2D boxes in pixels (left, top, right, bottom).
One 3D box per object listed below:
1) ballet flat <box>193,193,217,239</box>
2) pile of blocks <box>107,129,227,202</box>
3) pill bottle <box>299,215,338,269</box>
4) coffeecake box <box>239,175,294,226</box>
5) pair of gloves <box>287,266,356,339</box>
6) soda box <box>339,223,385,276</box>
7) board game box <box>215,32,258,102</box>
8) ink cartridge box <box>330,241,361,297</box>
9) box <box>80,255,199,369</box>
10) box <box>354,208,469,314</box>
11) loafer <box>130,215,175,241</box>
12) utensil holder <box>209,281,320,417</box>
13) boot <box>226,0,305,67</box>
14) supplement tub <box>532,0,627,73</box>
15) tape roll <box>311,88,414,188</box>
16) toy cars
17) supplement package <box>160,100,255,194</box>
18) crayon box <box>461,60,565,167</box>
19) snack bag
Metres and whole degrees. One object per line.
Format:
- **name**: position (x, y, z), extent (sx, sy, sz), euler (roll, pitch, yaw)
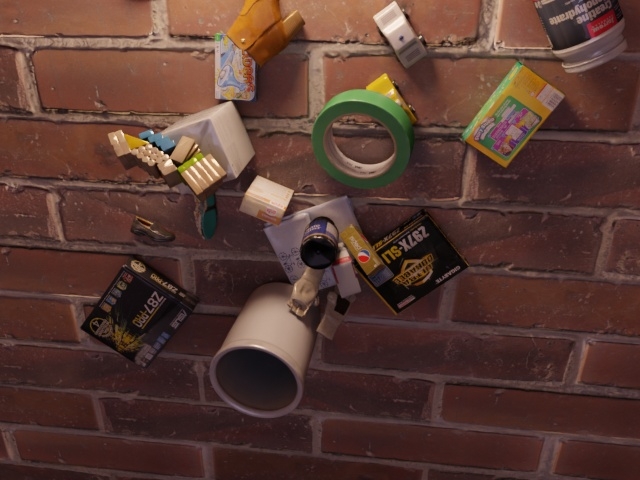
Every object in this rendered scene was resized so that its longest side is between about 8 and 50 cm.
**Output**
- **ballet flat**: position (-0.420, -0.123, 1.956), extent (0.077, 0.091, 0.241), euler (20, 116, 32)
- **pile of blocks**: position (-0.441, -0.229, 1.603), extent (0.362, 0.149, 0.113), euler (25, 160, 5)
- **pill bottle**: position (0.000, 0.000, 1.837), extent (0.122, 0.219, 0.123), euler (1, 113, 3)
- **coffeecake box**: position (-0.180, -0.137, 1.847), extent (0.142, 0.185, 0.068), euler (23, 116, -4)
- **pair of gloves**: position (0.005, 0.214, 1.959), extent (0.240, 0.204, 0.042), euler (42, 152, -17)
- **soda box**: position (0.143, 0.034, 1.878), extent (0.061, 0.058, 0.181), euler (-41, 66, 16)
- **board game box**: position (-0.268, -0.551, 1.742), extent (0.136, 0.035, 0.201), euler (6, 116, 4)
- **ink cartridge box**: position (0.076, 0.099, 1.898), extent (0.072, 0.175, 0.127), euler (-19, 113, -1)
- **box**: position (-0.725, 0.293, 2.175), extent (0.318, 0.097, 0.395), euler (36, 114, -14)
- **box**: position (0.319, 0.080, 1.938), extent (0.322, 0.079, 0.257), euler (-36, 106, 17)
- **loafer**: position (-0.621, -0.040, 2.022), extent (0.170, 0.062, 0.061), euler (15, 112, -2)
- **utensil holder**: position (-0.178, 0.380, 1.969), extent (0.327, 0.385, 0.328), euler (6, 121, 10)
- **boot**: position (-0.204, -0.682, 1.606), extent (0.211, 0.104, 0.295), euler (-40, 114, 1)
- **supplement tub**: position (0.711, -0.624, 1.497), extent (0.191, 0.191, 0.272), euler (-26, 110, 18)
- **tape roll**: position (0.133, -0.315, 1.728), extent (0.321, 0.077, 0.321), euler (12, 134, 12)
- **toy cars**: position (0.232, -0.515, 1.668), extent (0.176, 0.087, 0.394), euler (6, 116, 4)
- **supplement package**: position (-0.360, -0.303, 1.747), extent (0.198, 0.263, 0.199), euler (-15, 113, 15)
- **crayon box**: position (0.591, -0.386, 1.688), extent (0.165, 0.081, 0.278), euler (32, 115, -8)
- **snack bag**: position (0.005, 0.027, 1.988), extent (0.342, 0.037, 0.323), euler (-18, 112, 15)
